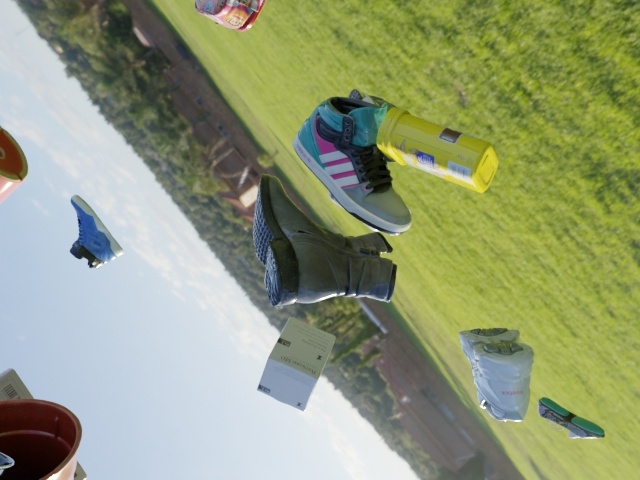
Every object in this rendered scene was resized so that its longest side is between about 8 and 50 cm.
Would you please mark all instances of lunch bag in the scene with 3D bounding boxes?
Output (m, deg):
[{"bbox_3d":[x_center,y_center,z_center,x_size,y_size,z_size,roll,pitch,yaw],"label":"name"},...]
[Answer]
[{"bbox_3d":[-0.212,-0.687,1.538,0.120,0.293,0.258,16,-166,-38],"label":"lunch bag"}]

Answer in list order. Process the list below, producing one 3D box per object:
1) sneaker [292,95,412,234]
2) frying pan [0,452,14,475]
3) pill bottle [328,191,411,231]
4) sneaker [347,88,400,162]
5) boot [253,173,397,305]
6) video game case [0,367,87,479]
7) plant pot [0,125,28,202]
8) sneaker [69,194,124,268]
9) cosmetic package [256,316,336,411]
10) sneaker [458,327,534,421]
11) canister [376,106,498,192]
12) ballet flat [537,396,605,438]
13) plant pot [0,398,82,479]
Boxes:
[{"bbox_3d":[0.087,-0.163,1.133,0.295,0.124,0.178,45,133,17],"label":"sneaker"},{"bbox_3d":[-0.528,0.253,0.761,0.326,0.053,0.197,4,161,29],"label":"frying pan"},{"bbox_3d":[0.131,-0.103,1.619,0.215,0.117,0.117,38,170,31],"label":"pill bottle"},{"bbox_3d":[0.167,-0.291,1.528,0.300,0.121,0.111,-117,36,-46],"label":"sneaker"},{"bbox_3d":[0.000,0.000,1.120,0.338,0.222,0.118,-107,23,-46],"label":"boot"},{"bbox_3d":[-0.734,0.505,1.364,0.036,0.300,0.329,-5,116,50],"label":"video game case"},{"bbox_3d":[-0.894,-0.169,1.532,0.275,0.243,0.275,58,-170,-17],"label":"plant pot"},{"bbox_3d":[-0.460,-0.010,1.198,0.058,0.084,0.152,33,155,52],"label":"sneaker"},{"bbox_3d":[-0.067,0.349,1.743,0.151,0.151,0.184,23,-144,5],"label":"cosmetic package"},{"bbox_3d":[0.244,0.188,0.862,0.232,0.090,0.115,-14,-79,-78],"label":"sneaker"},{"bbox_3d":[0.190,-0.143,0.986,0.170,0.073,0.126,26,-179,26],"label":"canister"},{"bbox_3d":[0.408,0.301,1.007,0.114,0.041,0.041,27,160,43],"label":"ballet flat"},{"bbox_3d":[-0.571,0.481,1.122,0.272,0.272,0.265,-138,47,-58],"label":"plant pot"}]
